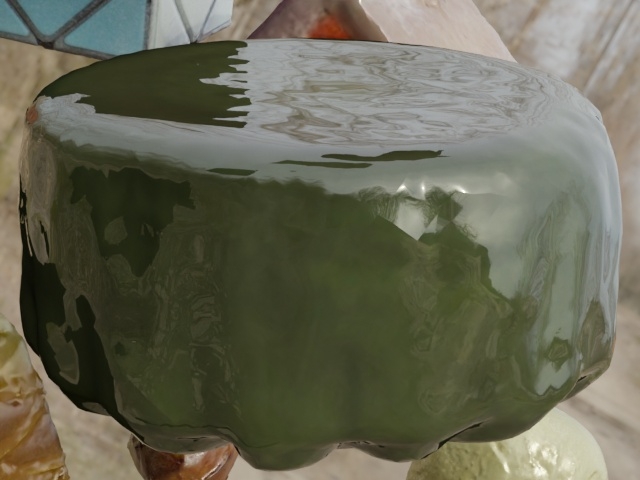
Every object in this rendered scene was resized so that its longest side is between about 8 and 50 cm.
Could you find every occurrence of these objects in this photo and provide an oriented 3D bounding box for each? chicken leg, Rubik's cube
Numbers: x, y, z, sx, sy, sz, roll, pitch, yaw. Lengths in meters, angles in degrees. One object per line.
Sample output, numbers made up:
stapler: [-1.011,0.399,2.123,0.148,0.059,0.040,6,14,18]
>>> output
chicken leg: [-0.124,0.146,1.285,0.093,0.113,0.304,5,9,-9]
Rubik's cube: [-0.195,-0.287,1.307,0.205,0.205,0.207,13,21,13]

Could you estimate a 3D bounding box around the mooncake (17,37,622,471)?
mooncake: [0.000,0.000,0.866,0.356,0.194,0.356,1,20,0]

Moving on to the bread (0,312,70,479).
bread: [-0.325,0.179,0.993,0.279,0.279,0.207,-23,34,-29]

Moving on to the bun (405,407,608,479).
bun: [0.178,0.262,1.388,0.222,0.222,0.127,29,25,-11]

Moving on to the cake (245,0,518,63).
cake: [0.017,-0.087,1.273,0.237,0.309,0.230,52,33,3]
